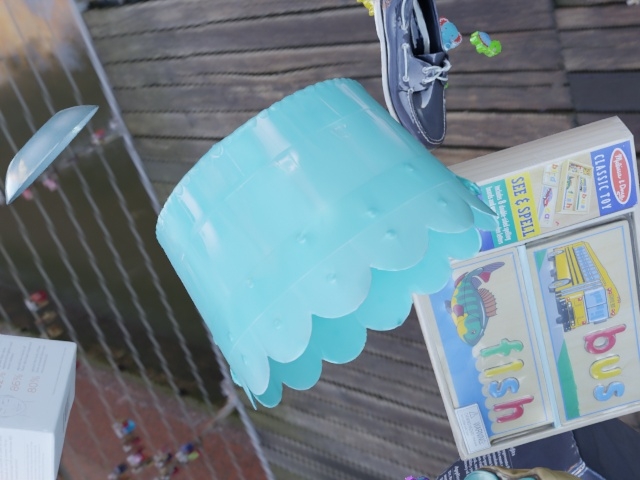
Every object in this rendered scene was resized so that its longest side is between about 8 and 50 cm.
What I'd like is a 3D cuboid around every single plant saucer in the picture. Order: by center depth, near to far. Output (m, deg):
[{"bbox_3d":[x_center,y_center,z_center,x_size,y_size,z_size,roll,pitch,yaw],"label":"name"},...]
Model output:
[{"bbox_3d":[-0.398,-0.135,1.389,0.037,0.195,0.195,43,148,-12],"label":"plant saucer"}]

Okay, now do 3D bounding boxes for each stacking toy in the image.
[{"bbox_3d":[0.173,-0.354,1.528,0.221,0.052,0.167,47,155,-11],"label":"stacking toy"}]

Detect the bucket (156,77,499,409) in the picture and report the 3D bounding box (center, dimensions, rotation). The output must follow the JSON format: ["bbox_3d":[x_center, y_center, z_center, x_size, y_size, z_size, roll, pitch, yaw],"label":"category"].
[{"bbox_3d":[0.000,0.000,0.878,0.183,0.281,0.281,53,147,14],"label":"bucket"}]

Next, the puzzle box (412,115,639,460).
[{"bbox_3d":[0.251,0.075,1.135,0.052,0.272,0.409,-102,-7,-56],"label":"puzzle box"}]

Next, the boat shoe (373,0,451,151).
[{"bbox_3d":[0.115,-0.204,1.117,0.065,0.075,0.206,-2,104,51],"label":"boat shoe"}]

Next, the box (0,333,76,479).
[{"bbox_3d":[-0.351,0.172,1.002,0.170,0.130,0.091,7,128,-7],"label":"box"}]

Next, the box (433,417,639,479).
[{"bbox_3d":[0.536,0.634,2.096,0.480,0.297,0.472,35,116,-18],"label":"box"}]

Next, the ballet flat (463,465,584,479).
[{"bbox_3d":[0.229,0.291,1.073,0.232,0.073,0.080,138,132,-73],"label":"ballet flat"}]

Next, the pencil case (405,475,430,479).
[{"bbox_3d":[0.201,0.524,1.822,0.070,0.064,0.151,48,-164,-43],"label":"pencil case"}]
